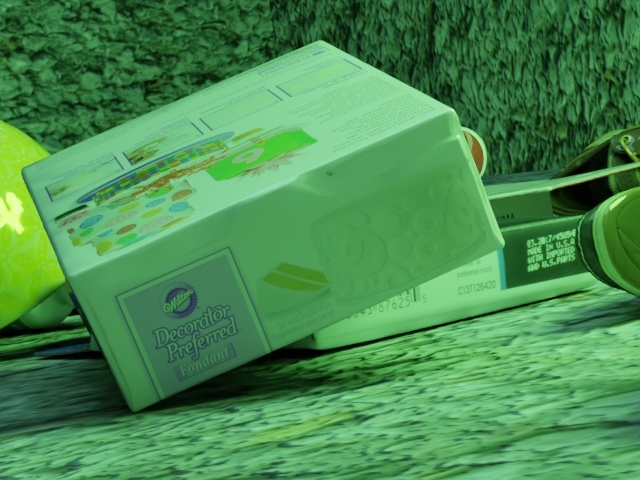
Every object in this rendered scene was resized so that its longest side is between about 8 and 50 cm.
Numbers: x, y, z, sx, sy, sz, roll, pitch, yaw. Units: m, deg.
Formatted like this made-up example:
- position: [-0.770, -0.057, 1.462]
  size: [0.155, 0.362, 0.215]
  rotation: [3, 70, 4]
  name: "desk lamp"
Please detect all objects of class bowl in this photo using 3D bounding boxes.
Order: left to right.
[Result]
- position: [-0.338, -0.031, 1.537]
  size: [0.289, 0.156, 0.289]
  rotation: [-14, 26, 7]
  name: "bowl"

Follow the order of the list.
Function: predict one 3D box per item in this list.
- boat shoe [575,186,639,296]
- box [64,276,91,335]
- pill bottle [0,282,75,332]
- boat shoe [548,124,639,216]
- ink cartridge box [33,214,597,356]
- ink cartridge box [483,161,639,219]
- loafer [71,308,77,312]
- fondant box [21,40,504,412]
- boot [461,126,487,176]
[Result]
- position: [0.222, 0.007, 1.302]
  size: [0.073, 0.080, 0.223]
  rotation: [-12, -5, 35]
  name: "boat shoe"
- position: [-0.150, 0.042, 1.521]
  size: [0.081, 0.028, 0.136]
  rotation: [-12, -21, -2]
  name: "box"
- position: [-0.283, 0.024, 1.705]
  size: [0.208, 0.117, 0.117]
  rotation: [-6, 4, 21]
  name: "pill bottle"
- position: [0.354, -0.070, 2.040]
  size: [0.123, 0.123, 0.342]
  rotation: [-22, 9, -28]
  name: "boat shoe"
- position: [-0.007, 0.030, 1.444]
  size: [0.307, 0.072, 0.304]
  rotation: [-1, 8, 45]
  name: "ink cartridge box"
- position: [0.165, -0.020, 1.898]
  size: [0.261, 0.066, 0.296]
  rotation: [-7, 4, 30]
  name: "ink cartridge box"
- position: [-0.206, 0.021, 1.904]
  size: [0.080, 0.078, 0.220]
  rotation: [-7, 4, 8]
  name: "loafer"
- position: [-0.052, -0.024, 1.240]
  size: [0.238, 0.096, 0.330]
  rotation: [-24, 16, -7]
  name: "fondant box"
- position: [0.032, -0.073, 1.914]
  size: [0.244, 0.088, 0.176]
  rotation: [-5, 5, 14]
  name: "boot"
